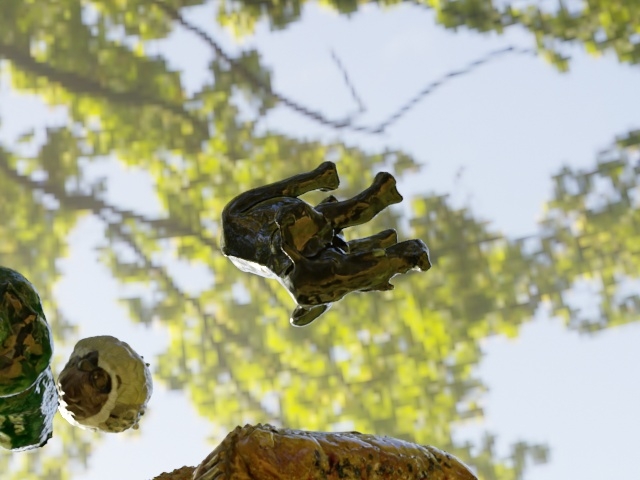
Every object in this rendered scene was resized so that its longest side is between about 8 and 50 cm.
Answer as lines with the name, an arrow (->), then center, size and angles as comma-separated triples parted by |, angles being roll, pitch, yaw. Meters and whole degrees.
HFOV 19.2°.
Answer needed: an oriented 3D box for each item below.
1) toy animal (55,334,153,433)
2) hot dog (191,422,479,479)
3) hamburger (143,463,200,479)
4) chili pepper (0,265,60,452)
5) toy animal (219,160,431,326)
toy animal -> -0.216, 0.159, 1.878 | 0.098, 0.098, 0.137 | -6, -50, -3
hot dog -> 0.027, 0.201, 1.318 | 0.268, 0.144, 0.075 | 13, -32, -41
hamburger -> -0.141, 0.325, 1.742 | 0.276, 0.294, 0.179 | -33, -74, -12
chili pepper -> -0.261, 0.089, 1.506 | 0.099, 0.136, 0.270 | -15, -11, -9
toy animal -> 0.002, 0.005, 1.710 | 0.146, 0.114, 0.245 | -23, 15, -27
